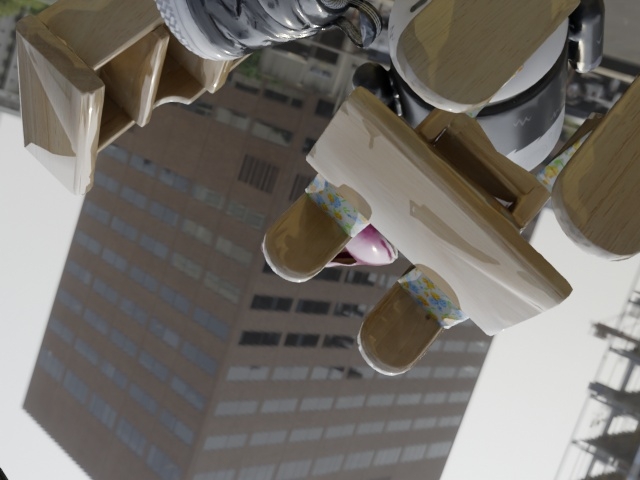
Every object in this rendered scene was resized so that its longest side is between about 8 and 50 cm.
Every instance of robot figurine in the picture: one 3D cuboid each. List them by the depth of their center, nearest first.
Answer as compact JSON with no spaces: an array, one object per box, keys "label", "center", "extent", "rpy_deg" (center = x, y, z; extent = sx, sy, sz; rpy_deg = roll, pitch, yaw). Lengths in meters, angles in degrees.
[{"label":"robot figurine","center":[0.160,-0.167,0.817],"extent":[0.173,0.209,0.278],"rpy_deg":[32,167,25]}]

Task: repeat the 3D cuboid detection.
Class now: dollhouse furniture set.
[{"label":"dollhouse furniture set","center":[0.002,-0.054,0.634],"extent":[0.394,0.256,0.362],"rpy_deg":[44,154,1]}]

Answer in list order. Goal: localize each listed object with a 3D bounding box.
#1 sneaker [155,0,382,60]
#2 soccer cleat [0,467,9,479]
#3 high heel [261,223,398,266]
[{"label":"sneaker","center":[-0.040,-0.218,0.408],"extent":[0.153,0.269,0.101],"rpy_deg":[12,-136,37]},{"label":"soccer cleat","center":[-0.250,0.244,0.383],"extent":[0.108,0.318,0.116],"rpy_deg":[31,-178,6]},{"label":"high heel","center":[0.000,0.000,1.126],"extent":[0.181,0.127,0.377],"rpy_deg":[-21,177,-1]}]
